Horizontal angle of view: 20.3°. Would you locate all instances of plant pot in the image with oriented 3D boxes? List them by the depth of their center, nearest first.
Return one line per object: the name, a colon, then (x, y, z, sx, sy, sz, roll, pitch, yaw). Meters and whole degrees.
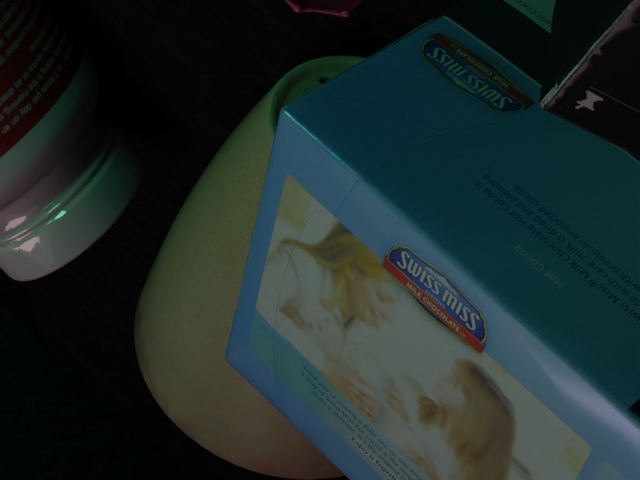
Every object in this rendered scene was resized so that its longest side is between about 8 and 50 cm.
plant pot: (0.000, 0.000, 1.335, 0.256, 0.256, 0.274, 36, 145, 15)

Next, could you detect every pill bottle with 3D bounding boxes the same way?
pill bottle: (-0.353, -0.163, 1.633, 0.408, 0.229, 0.229, 50, 160, -24)

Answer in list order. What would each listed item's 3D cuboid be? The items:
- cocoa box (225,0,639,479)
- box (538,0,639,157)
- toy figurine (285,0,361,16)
cocoa box: (0.151, 0.057, 0.988, 0.347, 0.228, 0.231, 42, 144, 22)
box: (0.240, -0.077, 0.645, 0.261, 0.103, 0.184, 25, 135, -13)
toy figurine: (0.004, -0.201, 1.086, 0.173, 0.130, 0.159, 1, 157, 27)
